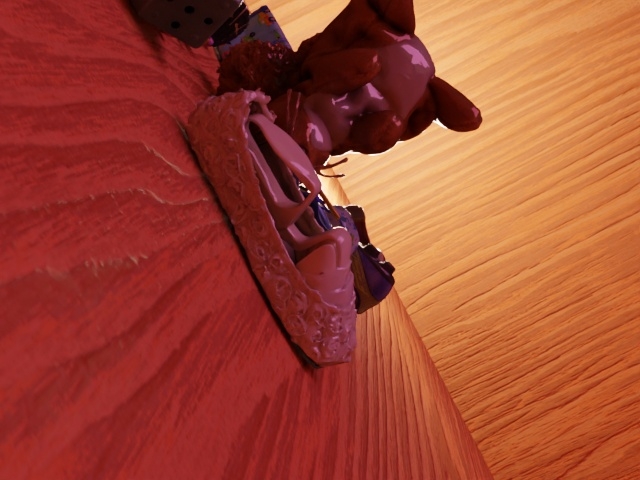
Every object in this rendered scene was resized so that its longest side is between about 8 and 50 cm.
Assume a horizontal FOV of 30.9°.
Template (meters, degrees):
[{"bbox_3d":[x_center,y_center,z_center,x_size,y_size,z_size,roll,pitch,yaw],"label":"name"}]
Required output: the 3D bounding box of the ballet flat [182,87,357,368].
[{"bbox_3d":[-0.041,-0.019,1.530,0.409,0.147,0.147,61,6,-4],"label":"ballet flat"}]

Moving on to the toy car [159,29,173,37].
[{"bbox_3d":[-0.255,-0.358,1.772,0.040,0.060,0.122,-6,38,-37],"label":"toy car"}]

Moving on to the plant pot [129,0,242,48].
[{"bbox_3d":[-0.191,-0.404,1.660,0.165,0.165,0.234,27,39,-33],"label":"plant pot"}]

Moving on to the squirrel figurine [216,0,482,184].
[{"bbox_3d":[-0.012,-0.215,1.914,0.397,0.370,0.281,18,-35,56],"label":"squirrel figurine"}]

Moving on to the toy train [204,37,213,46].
[{"bbox_3d":[-0.232,-0.382,1.955,0.125,0.046,0.166,62,3,-1],"label":"toy train"}]

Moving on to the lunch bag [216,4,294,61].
[{"bbox_3d":[-0.100,-0.297,2.403,0.293,0.138,0.221,70,-5,-54],"label":"lunch bag"}]

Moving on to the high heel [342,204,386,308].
[{"bbox_3d":[0.069,0.087,2.206,0.377,0.127,0.181,-78,164,-62],"label":"high heel"}]

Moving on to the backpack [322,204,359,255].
[{"bbox_3d":[0.000,0.000,1.912,0.105,0.114,0.084,64,26,2],"label":"backpack"}]

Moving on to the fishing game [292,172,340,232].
[{"bbox_3d":[-0.044,-0.034,1.674,0.189,0.041,0.264,58,-22,3],"label":"fishing game"}]

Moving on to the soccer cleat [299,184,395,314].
[{"bbox_3d":[0.001,0.007,1.999,0.289,0.121,0.093,43,3,10],"label":"soccer cleat"}]

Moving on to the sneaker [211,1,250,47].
[{"bbox_3d":[-0.221,-0.469,2.125,0.122,0.110,0.283,62,5,31],"label":"sneaker"}]
